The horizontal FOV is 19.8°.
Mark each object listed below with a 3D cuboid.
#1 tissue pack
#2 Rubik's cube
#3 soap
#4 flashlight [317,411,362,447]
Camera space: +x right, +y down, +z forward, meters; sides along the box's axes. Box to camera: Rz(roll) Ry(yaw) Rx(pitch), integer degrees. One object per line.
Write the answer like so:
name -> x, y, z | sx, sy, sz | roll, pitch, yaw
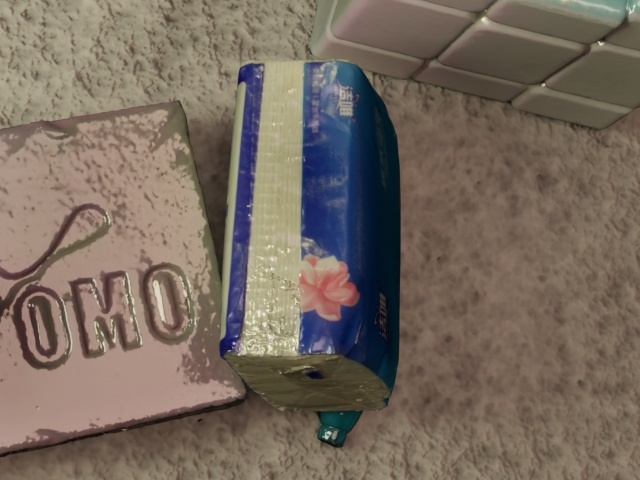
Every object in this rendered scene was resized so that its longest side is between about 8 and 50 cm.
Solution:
tissue pack -> 0.000, 0.000, 1.585 | 0.137, 0.209, 0.270 | -2, 69, 15
Rubik's cube -> 0.194, -0.313, 1.648 | 0.316, 0.319, 0.322 | 14, 77, -10
soap -> -0.237, 0.038, 1.603 | 0.296, 0.107, 0.285 | -13, 82, -16
flashlight -> 0.026, 0.125, 1.678 | 0.051, 0.051, 0.129 | 22, 80, -9
